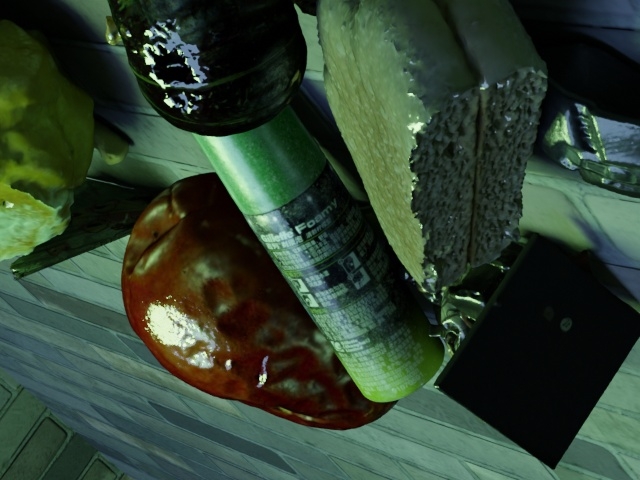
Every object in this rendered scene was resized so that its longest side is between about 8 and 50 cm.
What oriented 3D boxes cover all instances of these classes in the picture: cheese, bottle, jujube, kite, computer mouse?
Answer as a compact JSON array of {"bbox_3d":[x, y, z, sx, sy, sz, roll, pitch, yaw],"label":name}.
[{"bbox_3d":[-0.252,-0.114,1.739,0.083,0.044,0.030,35,146,4],"label":"cheese"},{"bbox_3d":[0.000,0.000,1.430,0.093,0.093,0.330,8,137,53],"label":"bottle"},{"bbox_3d":[-0.049,0.068,1.586,0.318,0.223,0.223,35,164,-27],"label":"jujube"},{"bbox_3d":[-0.277,-0.026,1.817,0.268,0.323,0.013,-6,111,9],"label":"kite"},{"bbox_3d":[0.199,-0.069,1.053,0.192,0.062,0.106,30,161,19],"label":"computer mouse"}]

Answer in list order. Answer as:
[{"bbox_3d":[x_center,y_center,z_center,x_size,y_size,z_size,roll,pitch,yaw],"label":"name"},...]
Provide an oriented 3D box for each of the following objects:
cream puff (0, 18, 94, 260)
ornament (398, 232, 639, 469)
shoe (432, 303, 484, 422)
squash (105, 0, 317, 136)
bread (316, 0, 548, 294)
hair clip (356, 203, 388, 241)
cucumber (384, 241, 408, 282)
[{"bbox_3d":[-0.411,-0.141,1.615,0.378,0.275,0.378,0,156,0],"label":"cream puff"},{"bbox_3d":[0.148,0.064,1.378,0.153,0.166,0.196,37,176,-32],"label":"ornament"},{"bbox_3d":[0.166,0.094,1.481,0.180,0.092,0.089,-101,-14,-68],"label":"shoe"},{"bbox_3d":[-0.081,-0.169,1.123,0.193,0.156,0.193,52,-171,-12],"label":"squash"},{"bbox_3d":[0.069,-0.096,1.090,0.337,0.102,0.183,83,161,-67],"label":"bread"},{"bbox_3d":[0.072,-0.019,1.439,0.060,0.033,0.188,44,159,-19],"label":"hair clip"},{"bbox_3d":[0.113,0.031,1.494,0.107,0.035,0.067,19,155,34],"label":"cucumber"}]
